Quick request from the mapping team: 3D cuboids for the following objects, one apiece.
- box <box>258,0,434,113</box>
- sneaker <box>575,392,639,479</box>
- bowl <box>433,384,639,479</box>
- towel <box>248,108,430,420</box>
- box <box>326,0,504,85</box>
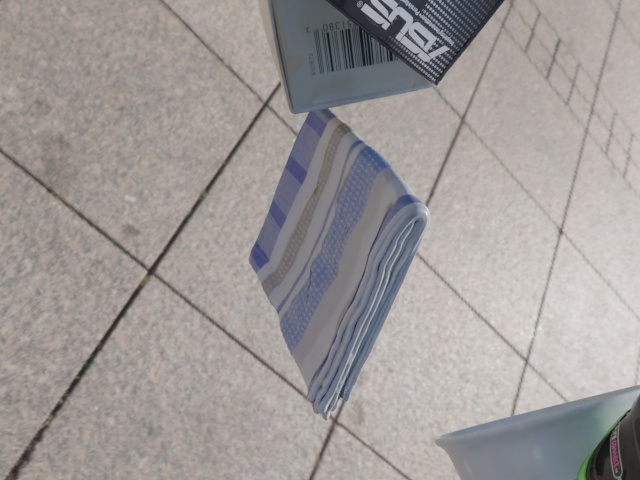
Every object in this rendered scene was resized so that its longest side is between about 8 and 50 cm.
[{"bbox_3d":[0.010,-0.250,0.747,0.311,0.148,0.121,-104,-177,-61],"label":"box"},{"bbox_3d":[0.398,0.236,0.518,0.185,0.483,0.202,18,93,-32],"label":"sneaker"},{"bbox_3d":[0.303,0.276,0.884,0.298,0.298,0.134,-1,68,-41],"label":"bowl"},{"bbox_3d":[0.000,0.000,0.672,0.034,0.209,0.285,13,23,-25],"label":"towel"},{"bbox_3d":[0.048,-0.245,0.412,0.270,0.216,0.060,25,20,-43],"label":"box"}]
